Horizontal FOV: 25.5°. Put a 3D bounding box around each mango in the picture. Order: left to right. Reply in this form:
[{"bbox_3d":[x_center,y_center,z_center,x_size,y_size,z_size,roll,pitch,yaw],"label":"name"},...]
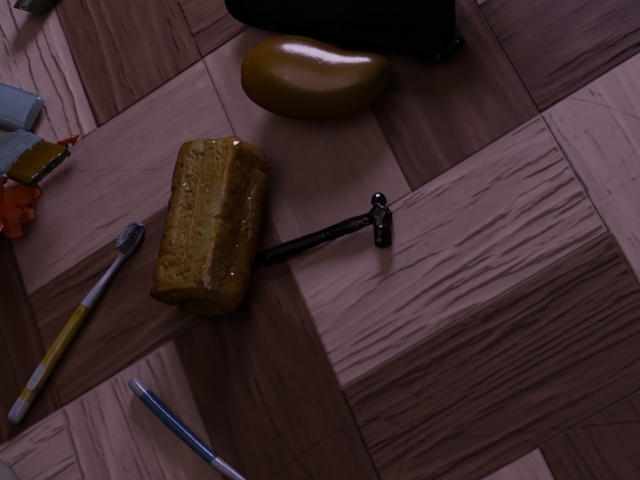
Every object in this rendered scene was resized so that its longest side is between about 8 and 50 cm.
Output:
[{"bbox_3d":[-0.007,-0.188,1.658,0.184,0.085,0.102,10,70,20],"label":"mango"}]

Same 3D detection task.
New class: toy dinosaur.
[{"bbox_3d":[-0.426,-0.039,1.822,0.288,0.070,0.117,-24,52,8],"label":"toy dinosaur"}]

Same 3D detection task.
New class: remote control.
[{"bbox_3d":[-0.439,-0.187,1.915,0.162,0.029,0.061,19,78,33],"label":"remote control"}]

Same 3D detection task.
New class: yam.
[{"bbox_3d":[-0.379,-0.347,1.944,0.043,0.043,0.094,31,87,34],"label":"yam"}]

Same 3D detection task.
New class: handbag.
[{"bbox_3d":[0.033,-0.327,1.676,0.332,0.075,0.191,16,104,29],"label":"handbag"}]

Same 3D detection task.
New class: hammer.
[{"bbox_3d":[0.000,0.000,1.611,0.178,0.021,0.065,-19,63,20],"label":"hammer"}]

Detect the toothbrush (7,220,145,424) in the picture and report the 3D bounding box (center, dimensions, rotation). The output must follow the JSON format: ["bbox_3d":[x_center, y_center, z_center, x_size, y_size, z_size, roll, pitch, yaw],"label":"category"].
[{"bbox_3d":[-0.299,0.099,1.724,0.021,0.024,0.288,30,86,32],"label":"toothbrush"}]

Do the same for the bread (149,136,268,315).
[{"bbox_3d":[-0.126,-0.017,1.647,0.114,0.083,0.211,0,70,34],"label":"bread"}]

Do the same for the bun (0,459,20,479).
[{"bbox_3d":[-0.421,0.327,1.642,0.183,0.102,0.183,0,91,2],"label":"bun"}]

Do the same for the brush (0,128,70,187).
[{"bbox_3d":[-0.449,-0.132,1.864,0.337,0.020,0.085,19,56,43],"label":"brush"}]

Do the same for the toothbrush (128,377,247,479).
[{"bbox_3d":[-0.132,0.237,1.582,0.276,0.019,0.025,36,97,34],"label":"toothbrush"}]
